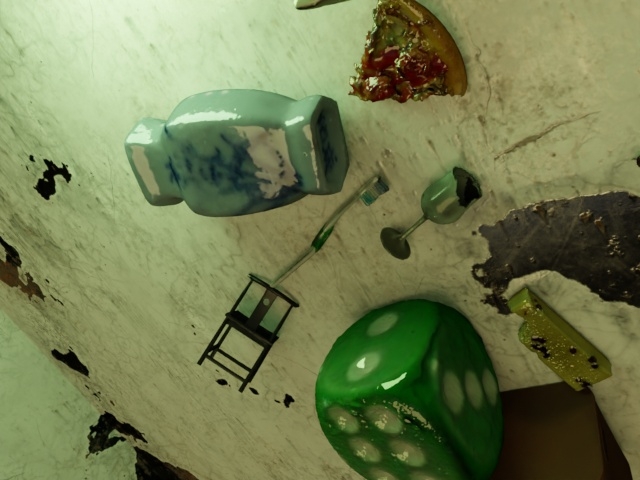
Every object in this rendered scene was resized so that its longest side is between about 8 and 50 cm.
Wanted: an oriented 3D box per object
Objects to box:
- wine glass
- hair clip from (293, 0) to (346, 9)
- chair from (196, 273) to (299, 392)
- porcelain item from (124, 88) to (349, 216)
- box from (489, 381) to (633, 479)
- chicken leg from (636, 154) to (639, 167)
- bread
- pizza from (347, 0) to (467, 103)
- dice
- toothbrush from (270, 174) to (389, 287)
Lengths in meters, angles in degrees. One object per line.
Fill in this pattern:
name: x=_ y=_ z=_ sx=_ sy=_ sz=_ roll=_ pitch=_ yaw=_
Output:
wine glass: x=0.198 y=-0.047 z=0.797 sx=0.079 sy=0.079 sz=0.195 roll=41 pitch=131 yaw=-3
hair clip: x=0.092 y=-0.430 z=0.587 sx=0.282 sy=0.113 sz=0.173 roll=7 pitch=123 yaw=29
chair: x=-0.183 y=0.235 z=1.145 sx=0.154 sy=0.141 sz=0.260 roll=32 pitch=85 yaw=4
porcelain item: x=-0.160 y=-0.164 z=0.835 sx=0.404 sy=0.178 sz=0.243 roll=-1 pitch=120 yaw=24
box: x=0.447 y=0.486 z=0.926 sx=0.339 sy=0.239 sz=0.229 roll=-25 pitch=110 yaw=36
chicken leg: x=0.531 y=-0.095 z=0.627 sx=0.145 sy=0.037 sz=0.062 roll=21 pitch=150 yaw=14
bread: x=0.449 y=0.194 z=0.849 sx=0.226 sy=0.049 sz=0.088 roll=40 pitch=130 yaw=-2
pizza: x=0.121 y=-0.264 z=0.688 sx=0.201 sy=0.053 sz=0.193 roll=33 pitch=145 yaw=-18
dice: x=0.184 y=0.318 z=0.904 sx=0.287 sy=0.300 sz=0.297 roll=-19 pitch=111 yaw=37
toothbrush: x=-0.003 y=-0.004 z=0.950 sx=0.040 sy=0.042 sz=0.418 roll=52 pitch=129 yaw=4
